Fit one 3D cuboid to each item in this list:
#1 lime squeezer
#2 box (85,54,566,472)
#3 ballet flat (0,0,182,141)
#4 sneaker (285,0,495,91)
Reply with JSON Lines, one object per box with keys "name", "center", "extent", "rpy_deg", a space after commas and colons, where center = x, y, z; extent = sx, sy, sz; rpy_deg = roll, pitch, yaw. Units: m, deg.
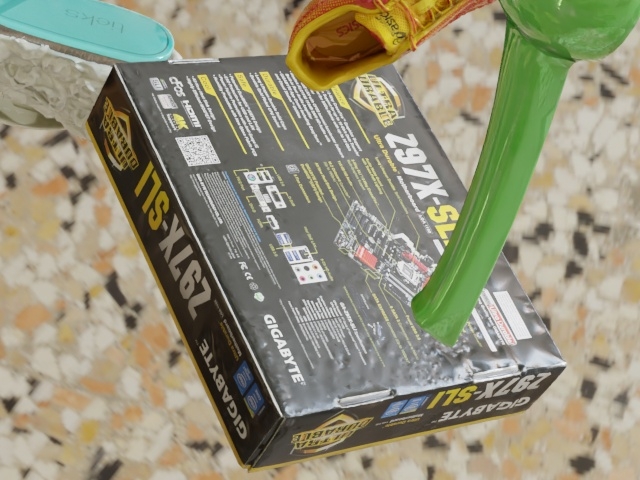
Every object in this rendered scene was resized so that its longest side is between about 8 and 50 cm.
{"name": "lime squeezer", "center": [0.117, -0.080, 0.415], "extent": [0.310, 0.059, 0.110], "rpy_deg": [-38, 114, 21]}
{"name": "box", "center": [0.000, 0.000, 1.198], "extent": [0.257, 0.079, 0.322], "rpy_deg": [-7, 56, -36]}
{"name": "ballet flat", "center": [-0.321, -0.179, 1.366], "extent": [0.409, 0.147, 0.147], "rpy_deg": [23, 75, -7]}
{"name": "sneaker", "center": [0.058, -0.128, 0.836], "extent": [0.175, 0.064, 0.067], "rpy_deg": [-32, 27, 30]}
